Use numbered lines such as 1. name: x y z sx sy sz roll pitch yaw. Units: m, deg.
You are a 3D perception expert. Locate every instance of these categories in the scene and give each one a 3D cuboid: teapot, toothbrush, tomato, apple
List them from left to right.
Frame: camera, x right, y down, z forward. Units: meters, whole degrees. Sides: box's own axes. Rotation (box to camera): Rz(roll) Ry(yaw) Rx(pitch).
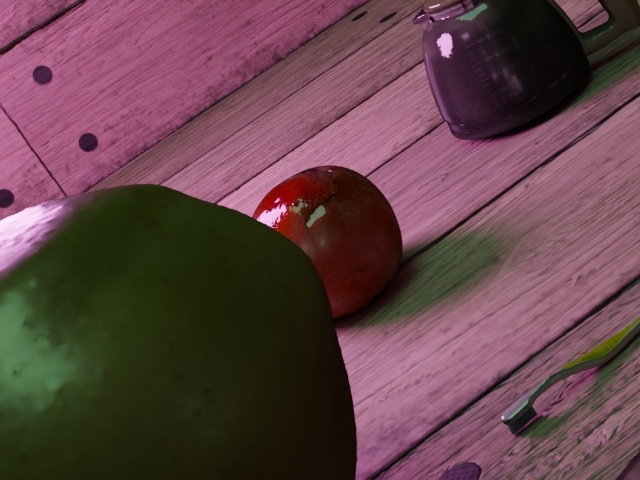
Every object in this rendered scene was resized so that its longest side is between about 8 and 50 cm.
1. apple: -0.185 0.178 1.056 0.473 0.474 0.473 -28 20 11
2. tomato: 0.000 0.000 1.591 0.208 0.184 0.208 -27 21 11
3. teapot: 0.292 -0.315 1.834 0.321 0.239 0.239 -16 26 35
4. toothbrush: 0.277 0.099 1.170 0.263 0.026 0.022 -37 26 -13

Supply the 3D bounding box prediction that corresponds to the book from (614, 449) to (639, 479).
1. book: 0.298 0.180 0.856 0.161 0.026 0.231 -46 17 -12
